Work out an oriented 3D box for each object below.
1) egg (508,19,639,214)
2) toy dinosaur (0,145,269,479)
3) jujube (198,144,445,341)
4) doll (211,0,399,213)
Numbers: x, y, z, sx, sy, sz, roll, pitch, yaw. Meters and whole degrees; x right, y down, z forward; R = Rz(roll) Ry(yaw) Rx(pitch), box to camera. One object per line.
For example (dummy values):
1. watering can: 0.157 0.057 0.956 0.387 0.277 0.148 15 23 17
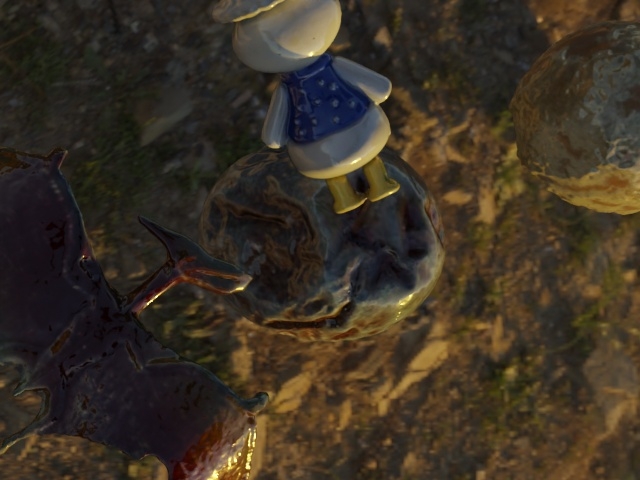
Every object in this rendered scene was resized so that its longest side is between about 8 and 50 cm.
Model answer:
1. egg: 0.320 -0.130 1.194 0.203 0.245 0.203 -3 90 -80
2. toy dinosaur: -0.172 0.061 0.809 0.327 0.113 0.206 28 77 -9
3. jujube: 0.007 -0.003 1.360 0.215 0.308 0.246 2 102 -46
4. doll: -0.013 -0.162 1.109 0.119 0.138 0.293 -87 152 -64
